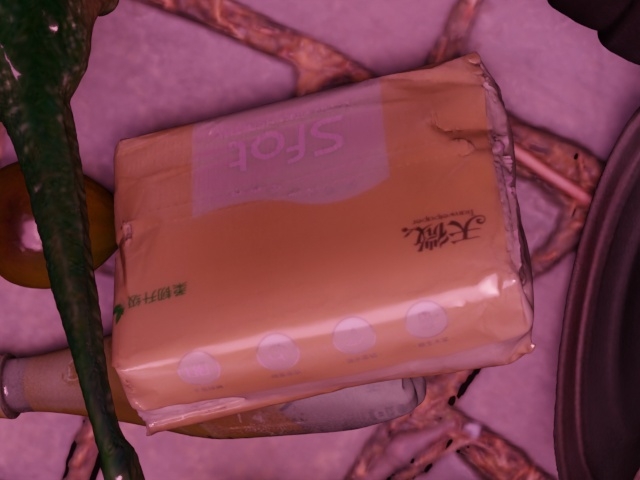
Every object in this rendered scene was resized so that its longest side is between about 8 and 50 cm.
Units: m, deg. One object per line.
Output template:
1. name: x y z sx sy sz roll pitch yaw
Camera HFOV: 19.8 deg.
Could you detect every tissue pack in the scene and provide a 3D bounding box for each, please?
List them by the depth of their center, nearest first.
1. tissue pack: 0.000 0.000 0.980 0.222 0.186 0.090 -13 136 12

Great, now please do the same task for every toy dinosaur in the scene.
1. toy dinosaur: -0.167 -0.112 0.903 0.087 0.301 0.447 -22 104 13

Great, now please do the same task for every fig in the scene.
1. fig: -0.151 -0.009 1.053 0.088 0.074 0.074 2 108 -18

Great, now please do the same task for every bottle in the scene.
1. bottle: -0.076 0.075 1.063 0.270 0.083 0.083 -4 106 12

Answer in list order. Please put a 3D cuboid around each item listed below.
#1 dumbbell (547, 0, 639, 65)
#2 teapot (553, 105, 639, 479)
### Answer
1. dumbbell: 0.086 -0.222 0.907 0.388 0.185 0.185 25 107 -3
2. teapot: 0.308 0.023 0.940 0.312 0.233 0.315 10 109 -7
